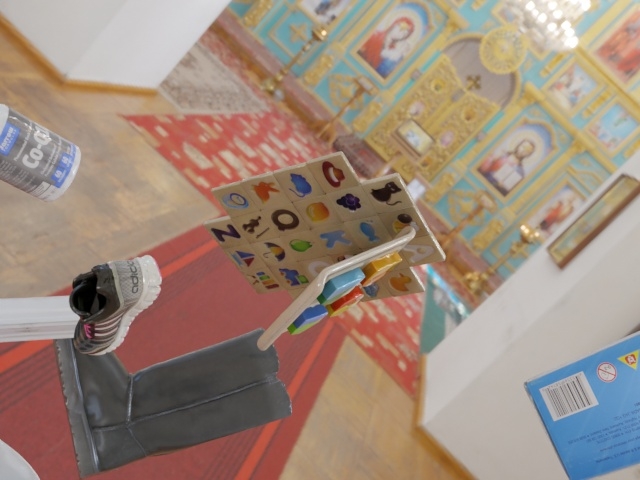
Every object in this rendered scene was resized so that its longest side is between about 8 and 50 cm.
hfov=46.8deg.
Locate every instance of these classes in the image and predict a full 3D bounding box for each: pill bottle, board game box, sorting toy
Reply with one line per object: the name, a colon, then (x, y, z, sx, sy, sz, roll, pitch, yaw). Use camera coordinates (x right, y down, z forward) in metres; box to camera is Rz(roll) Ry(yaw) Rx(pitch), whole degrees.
pill bottle: (-0.353, -0.107, 0.844, 0.137, 0.078, 0.078, 32, 18, -39)
board game box: (0.371, 0.077, 0.591, 0.301, 0.308, 0.086, 0, 62, -48)
sorting toy: (0.026, 0.071, 1.017, 0.208, 0.193, 0.038, -26, 74, -43)

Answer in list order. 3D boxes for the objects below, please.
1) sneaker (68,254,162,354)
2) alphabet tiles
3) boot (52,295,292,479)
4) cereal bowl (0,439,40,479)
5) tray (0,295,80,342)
sneaker: (-0.236, 0.069, 0.781, 0.074, 0.170, 0.063, 4, 56, -40)
alphabet tiles: (0.000, 0.000, 1.118, 0.285, 0.342, 0.011, 55, 37, -33)
boot: (-0.304, 0.256, 1.530, 0.146, 0.445, 0.367, 176, -96, -67)
cereal bowl: (-0.465, 0.254, 0.736, 0.338, 0.141, 0.339, 26, -9, 4)
tray: (-0.396, 0.111, 1.003, 0.270, 0.145, 0.030, -1, 68, -25)
